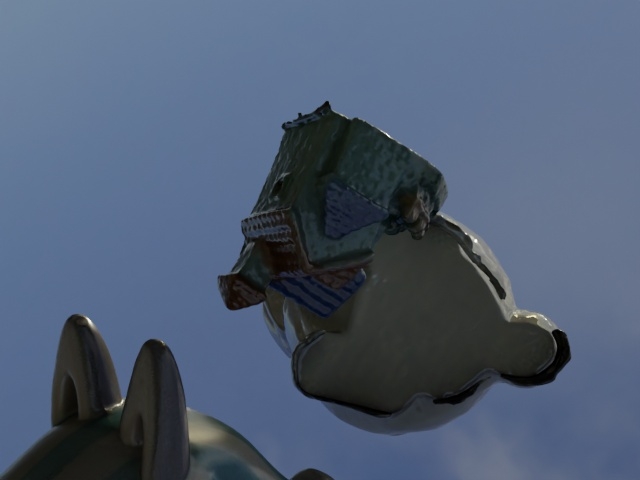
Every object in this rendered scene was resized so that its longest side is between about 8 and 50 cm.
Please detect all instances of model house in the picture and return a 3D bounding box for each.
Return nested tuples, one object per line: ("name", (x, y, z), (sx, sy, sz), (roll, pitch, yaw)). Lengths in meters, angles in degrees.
("model house", (0.000, 0.000, 1.288), (0.148, 0.119, 0.148), (-58, -164, -13))

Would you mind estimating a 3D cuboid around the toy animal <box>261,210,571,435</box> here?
("toy animal", (0.052, 0.072, 1.605), (0.194, 0.258, 0.357), (-58, -177, -8))

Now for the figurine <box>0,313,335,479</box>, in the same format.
("figurine", (-0.089, 0.243, 1.289), (0.361, 0.377, 0.266), (3, -144, 0))
